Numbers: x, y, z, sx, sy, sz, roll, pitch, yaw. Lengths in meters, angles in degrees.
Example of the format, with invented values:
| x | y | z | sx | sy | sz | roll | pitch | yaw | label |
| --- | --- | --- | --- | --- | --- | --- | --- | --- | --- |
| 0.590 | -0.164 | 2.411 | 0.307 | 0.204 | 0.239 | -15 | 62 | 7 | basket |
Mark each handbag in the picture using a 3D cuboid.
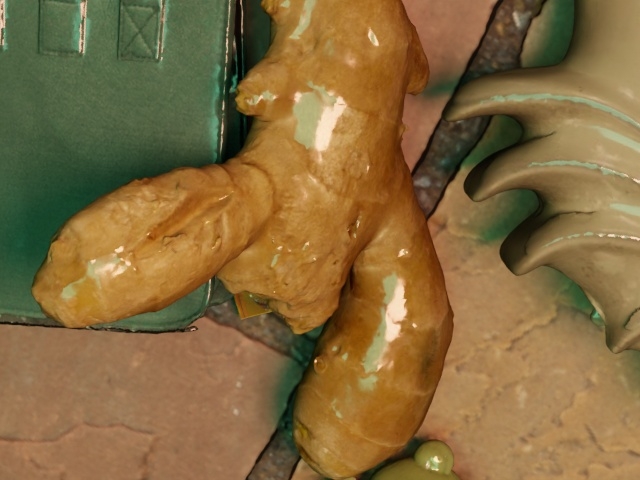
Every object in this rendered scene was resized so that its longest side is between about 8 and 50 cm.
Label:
| x | y | z | sx | sy | sz | roll | pitch | yaw | label |
| --- | --- | --- | --- | --- | --- | --- | --- | --- | --- |
| -0.180 | -0.074 | 1.120 | 0.269 | 0.100 | 0.274 | 2 | 95 | 14 | handbag |

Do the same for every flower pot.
| x | y | z | sx | sy | sz | roll | pitch | yaw | label |
| --- | --- | --- | --- | --- | --- | --- | --- | --- | --- |
| 0.257 | -0.035 | 1.048 | 0.367 | 0.164 | 0.254 | 40 | 96 | -2 | flower pot |

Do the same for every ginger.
| x | y | z | sx | sy | sz | roll | pitch | yaw | label |
| --- | --- | --- | --- | --- | --- | --- | --- | --- | --- |
| 0.011 | -0.030 | 1.053 | 0.363 | 0.122 | 0.348 | 36 | 80 | -34 | ginger |

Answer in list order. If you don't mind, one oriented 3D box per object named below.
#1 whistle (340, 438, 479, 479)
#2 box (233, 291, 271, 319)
| x | y | z | sx | sy | sz | roll | pitch | yaw | label |
| --- | --- | --- | --- | --- | --- | --- | --- | --- | --- |
| 0.025 | 0.233 | 1.162 | 0.227 | 0.085 | 0.105 | -23 | 96 | 9 | whistle |
| 0.000 | 0.000 | 1.154 | 0.156 | 0.022 | 0.089 | -14 | 98 | 9 | box |
